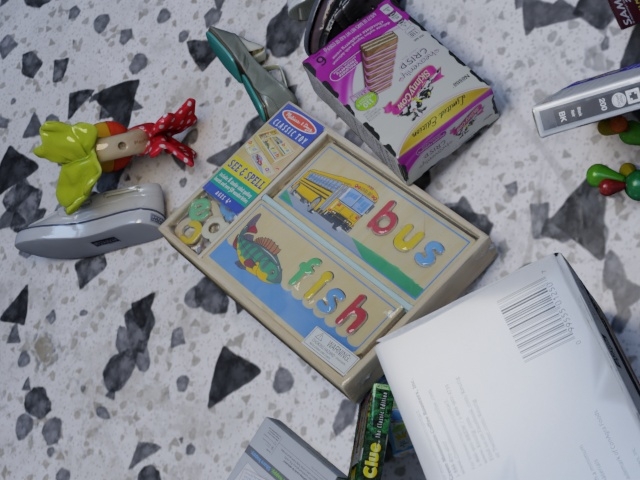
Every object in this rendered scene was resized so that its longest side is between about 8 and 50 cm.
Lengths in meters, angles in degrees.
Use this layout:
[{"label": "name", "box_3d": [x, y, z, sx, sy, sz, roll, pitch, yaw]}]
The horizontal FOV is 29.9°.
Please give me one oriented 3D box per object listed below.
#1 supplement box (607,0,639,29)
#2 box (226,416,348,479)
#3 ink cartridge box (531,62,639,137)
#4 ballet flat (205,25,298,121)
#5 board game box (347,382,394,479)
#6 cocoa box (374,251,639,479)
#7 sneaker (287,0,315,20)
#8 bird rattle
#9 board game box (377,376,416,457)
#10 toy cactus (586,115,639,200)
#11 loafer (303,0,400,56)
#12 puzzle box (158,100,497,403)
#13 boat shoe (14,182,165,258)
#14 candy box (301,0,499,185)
[{"label": "supplement box", "box_3d": [0.457, -0.352, 1.426, 0.239, 0.073, 0.130, -21, 31, 26]}, {"label": "box", "box_3d": [-0.066, 0.350, 1.581, 0.145, 0.038, 0.186, 35, 95, 36]}, {"label": "ink cartridge box", "box_3d": [0.371, -0.181, 1.382, 0.208, 0.206, 0.045, -16, 97, 30]}, {"label": "ballet flat", "box_3d": [-0.099, -0.258, 1.805, 0.068, 0.072, 0.213, -29, 57, -10]}, {"label": "board game box", "box_3d": [0.055, 0.249, 1.418, 0.030, 0.260, 0.136, 8, 76, 0]}, {"label": "cocoa box", "box_3d": [0.249, 0.234, 1.280, 0.231, 0.228, 0.347, -29, 63, 14]}, {"label": "sneaker", "box_3d": [0.009, -0.388, 1.776, 0.152, 0.053, 0.061, -26, 59, 24]}, {"label": "bird rattle", "box_3d": [-0.314, -0.153, 1.834, 0.253, 0.143, 0.207, -26, 17, -20]}, {"label": "board game box", "box_3d": [0.151, 0.199, 1.497, 0.154, 0.026, 0.103, -24, 62, 25]}, {"label": "toy cactus", "box_3d": [0.420, -0.085, 1.385, 0.219, 0.112, 0.181, -21, 73, 17]}, {"label": "loafer", "box_3d": [0.088, -0.374, 1.691, 0.095, 0.109, 0.302, 33, 90, 32]}, {"label": "puzzle box", "box_3d": [0.000, 0.000, 1.600, 0.272, 0.052, 0.409, -45, 53, -11]}, {"label": "boat shoe", "box_3d": [-0.361, -0.035, 1.873, 0.267, 0.096, 0.088, -13, 63, 28]}, {"label": "candy box", "box_3d": [0.105, -0.204, 1.612, 0.159, 0.071, 0.233, -38, 56, -6]}]
